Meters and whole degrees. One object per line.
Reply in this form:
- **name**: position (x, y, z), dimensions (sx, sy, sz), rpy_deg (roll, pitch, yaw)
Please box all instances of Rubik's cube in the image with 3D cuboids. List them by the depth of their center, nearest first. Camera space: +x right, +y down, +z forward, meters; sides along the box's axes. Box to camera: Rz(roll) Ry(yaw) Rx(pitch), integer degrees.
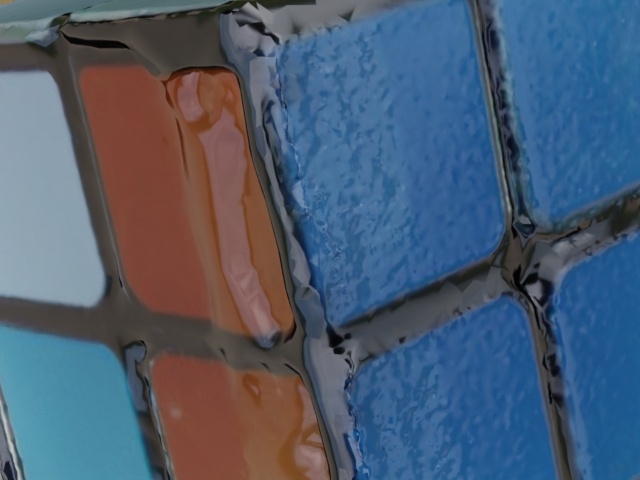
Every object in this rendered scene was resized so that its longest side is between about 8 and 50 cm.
- **Rubik's cube**: position (0.000, 0.000, 0.557), dimensions (0.167, 0.180, 0.183), rpy_deg (-21, 105, -39)

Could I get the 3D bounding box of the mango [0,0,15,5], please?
- **mango**: position (-0.107, -0.216, 0.809), dimensions (0.378, 0.221, 0.264), rpy_deg (-54, 134, -8)
